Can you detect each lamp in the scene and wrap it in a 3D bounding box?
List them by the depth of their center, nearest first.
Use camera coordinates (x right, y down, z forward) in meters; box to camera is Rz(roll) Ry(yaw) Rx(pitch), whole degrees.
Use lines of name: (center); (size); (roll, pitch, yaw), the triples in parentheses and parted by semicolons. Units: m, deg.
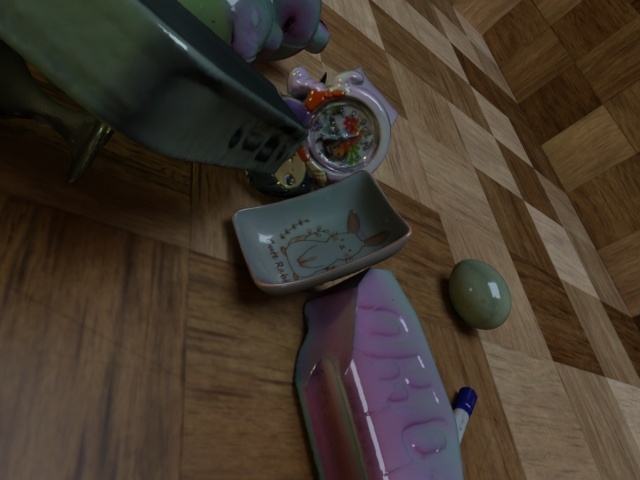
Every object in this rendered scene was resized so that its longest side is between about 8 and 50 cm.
lamp: (-0.113, -0.426, 0.832); (0.247, 0.247, 0.301); (47, 43, -3)

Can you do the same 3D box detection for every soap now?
soap: (0.072, 0.197, 0.620); (0.193, 0.109, 0.324); (12, 52, -44)

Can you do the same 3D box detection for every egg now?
egg: (0.320, 0.107, 0.967); (0.114, 0.114, 0.152); (10, 48, -44)

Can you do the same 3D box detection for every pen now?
pen: (0.194, 0.311, 0.723); (0.033, 0.033, 0.269); (54, 36, 1)

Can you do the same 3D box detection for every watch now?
watch: (-0.008, -0.180, 0.789); (0.196, 0.244, 0.231); (46, 14, -15)

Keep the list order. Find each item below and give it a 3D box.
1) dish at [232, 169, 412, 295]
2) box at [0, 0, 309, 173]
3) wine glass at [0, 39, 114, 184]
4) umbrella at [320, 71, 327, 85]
dish: (0.000, 0.000, 0.653); (0.212, 0.077, 0.151); (-19, 48, -10)
box: (-0.205, -0.224, 0.495); (0.396, 0.111, 0.396); (40, 11, 3)
wine glass: (-0.326, -0.159, 0.460); (0.241, 0.126, 0.126); (31, 41, -31)
umbrella: (0.007, -0.361, 1.092); (0.149, 0.022, 0.022); (-72, 144, -49)
